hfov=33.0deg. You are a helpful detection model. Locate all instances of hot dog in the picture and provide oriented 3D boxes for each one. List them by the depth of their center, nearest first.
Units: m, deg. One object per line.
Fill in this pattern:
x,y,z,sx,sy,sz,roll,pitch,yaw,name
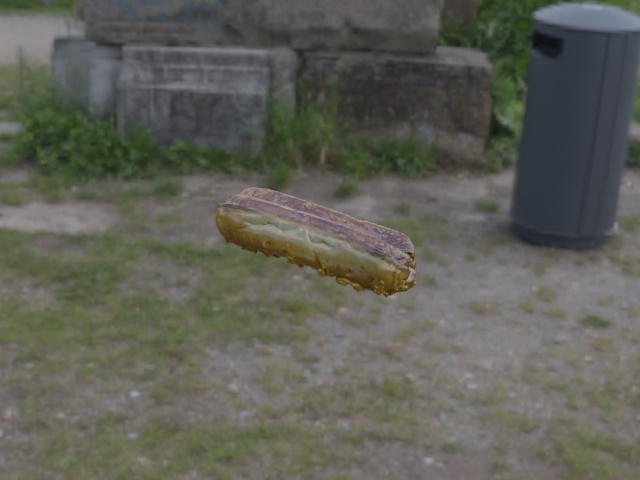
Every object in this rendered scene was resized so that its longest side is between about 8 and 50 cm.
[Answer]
0.000,0.000,0.845,0.165,0.045,0.071,19,16,13,hot dog
